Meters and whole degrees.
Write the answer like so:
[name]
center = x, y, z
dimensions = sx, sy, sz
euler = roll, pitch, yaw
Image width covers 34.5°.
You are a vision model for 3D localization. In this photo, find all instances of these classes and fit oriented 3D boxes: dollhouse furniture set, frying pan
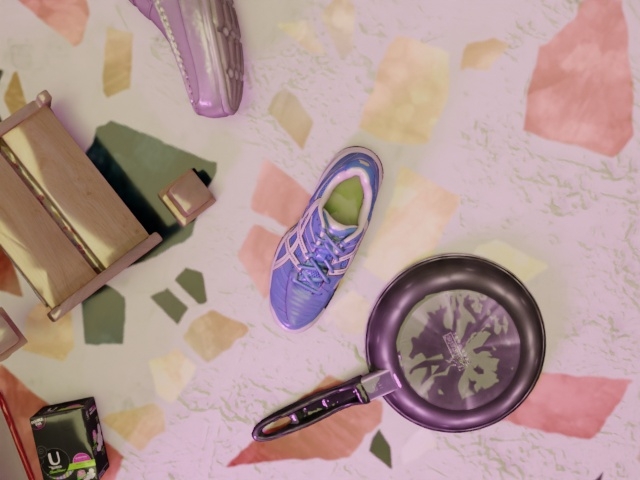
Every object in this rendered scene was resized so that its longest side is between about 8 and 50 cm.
[dollhouse furniture set]
center = -0.350, -0.049, 1.099
dimensions = 0.355, 0.174, 0.303
euler = -38, 94, -18
[frying pan]
center = 0.082, 0.117, 1.103
dimensions = 0.326, 0.053, 0.197
euler = -3, 95, 0

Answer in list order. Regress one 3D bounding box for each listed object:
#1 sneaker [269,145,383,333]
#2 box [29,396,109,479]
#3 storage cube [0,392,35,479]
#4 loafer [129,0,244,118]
[sneaker]
center = 0.000, 0.000, 1.074
dimensions = 0.080, 0.081, 0.211
euler = 22, 98, -2
[box]
center = -0.273, 0.221, 1.124
dimensions = 0.062, 0.052, 0.083
euler = -11, 95, 2
[storage cube]
center = -0.420, 0.291, 1.073
dimensions = 0.193, 0.184, 0.215
euler = -19, 96, 6
[loafer]
center = -0.159, -0.272, 1.042
dimensions = 0.111, 0.112, 0.320
euler = -16, 88, 9
